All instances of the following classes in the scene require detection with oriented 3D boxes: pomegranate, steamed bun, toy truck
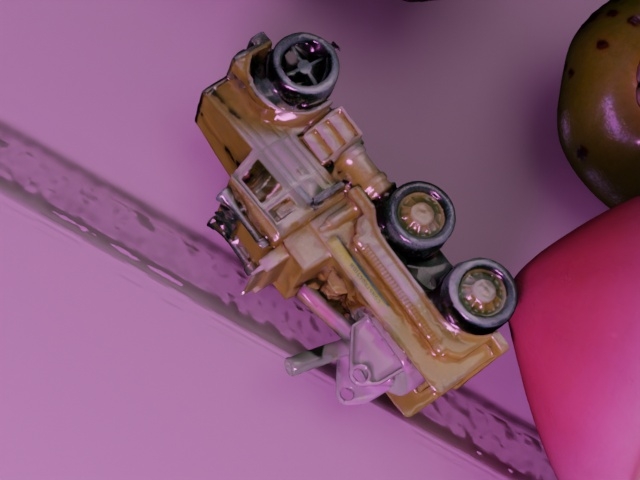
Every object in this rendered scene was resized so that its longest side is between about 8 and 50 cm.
[{"bbox_3d":[0.272,-0.111,0.974,0.202,0.248,0.202,0,87,11],"label":"pomegranate"},{"bbox_3d":[0.253,0.085,0.826,0.309,0.309,0.309,12,60,-21],"label":"steamed bun"},{"bbox_3d":[0.001,-0.004,0.846,0.135,0.128,0.259,-29,79,-21],"label":"toy truck"}]
